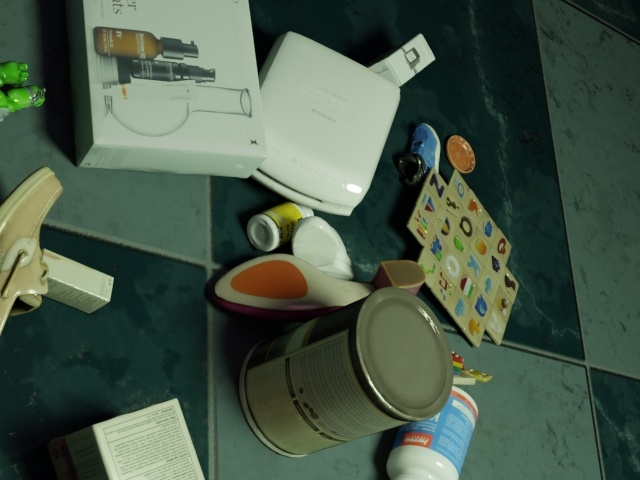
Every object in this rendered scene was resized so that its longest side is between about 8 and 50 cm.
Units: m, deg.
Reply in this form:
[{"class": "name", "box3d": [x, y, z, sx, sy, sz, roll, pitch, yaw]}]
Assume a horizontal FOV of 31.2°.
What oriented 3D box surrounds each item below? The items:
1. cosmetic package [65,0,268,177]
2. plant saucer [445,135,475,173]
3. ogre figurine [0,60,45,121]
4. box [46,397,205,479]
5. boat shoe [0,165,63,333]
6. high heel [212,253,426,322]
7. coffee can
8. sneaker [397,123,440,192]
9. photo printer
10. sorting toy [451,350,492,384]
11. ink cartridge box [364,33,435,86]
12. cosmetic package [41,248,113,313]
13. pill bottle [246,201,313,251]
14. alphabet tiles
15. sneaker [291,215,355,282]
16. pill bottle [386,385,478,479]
[{"class": "cosmetic package", "box3d": [-0.248, -0.294, 1.810, 0.284, 0.097, 0.377, 3, 68, -29]}, {"class": "plant saucer", "box3d": [0.290, -0.178, 2.387, 0.083, 0.013, 0.083, 22, 56, -36]}, {"class": "ogre figurine", "box3d": [-0.484, -0.236, 1.606, 0.197, 0.096, 0.118, 57, 22, -29]}, {"class": "box", "box3d": [-0.243, 0.348, 1.528, 0.148, 0.127, 0.232, -12, 80, -47]}, {"class": "boat shoe", "box3d": [-0.414, 0.055, 1.497, 0.110, 0.121, 0.341, 30, 60, -9]}, {"class": "high heel", "box3d": [-0.011, 0.121, 1.912, 0.377, 0.181, 0.127, 1, 48, -21]}, {"class": "coffee can", "box3d": [0.036, 0.207, 1.758, 0.201, 0.275, 0.202, 21, 57, -37]}, {"class": "sneaker", "box3d": [0.190, -0.169, 2.252, 0.084, 0.058, 0.152, 20, 64, -47]}, {"class": "photo printer", "box3d": [-0.012, -0.196, 1.989, 0.256, 0.107, 0.308, 27, 51, -7]}, {"class": "sorting toy", "box3d": [0.194, 0.210, 2.016, 0.274, 0.132, 0.046, 8, 99, -42]}, {"class": "ink cartridge box", "box3d": [0.139, -0.336, 2.245, 0.150, 0.109, 0.063, -42, 105, -46]}, {"class": "cosmetic package", "box3d": [-0.356, 0.058, 1.608, 0.115, 0.060, 0.041, 28, 52, -34]}, {"class": "pill bottle", "box3d": [-0.065, -0.028, 1.930, 0.116, 0.065, 0.065, -28, 91, -48]}, {"class": "alphabet tiles", "box3d": [0.284, 0.032, 2.244, 0.342, 0.011, 0.285, 51, 43, -27]}, {"class": "sneaker", "box3d": [0.000, 0.000, 1.940, 0.212, 0.080, 0.094, 60, 20, -58]}, {"class": "pill bottle", "box3d": [0.183, 0.360, 1.941, 0.124, 0.124, 0.221, 44, 45, -20]}]
